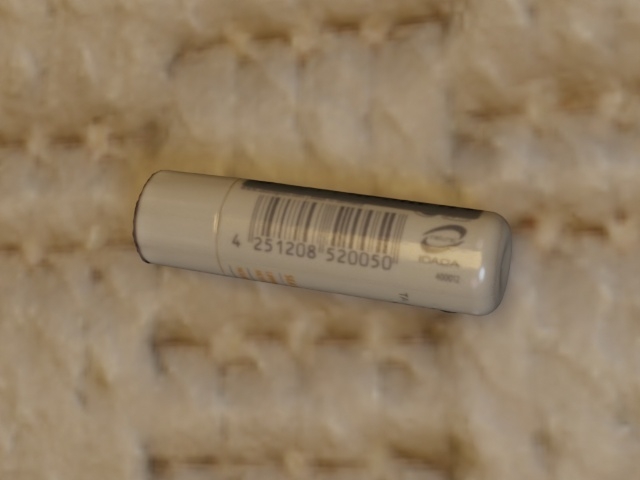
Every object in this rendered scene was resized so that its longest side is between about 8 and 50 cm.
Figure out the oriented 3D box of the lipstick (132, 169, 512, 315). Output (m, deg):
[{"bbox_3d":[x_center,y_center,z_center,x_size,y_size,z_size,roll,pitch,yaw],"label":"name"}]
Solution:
[{"bbox_3d":[0.000,0.000,0.390,0.141,0.040,0.040,8,82,19],"label":"lipstick"}]
